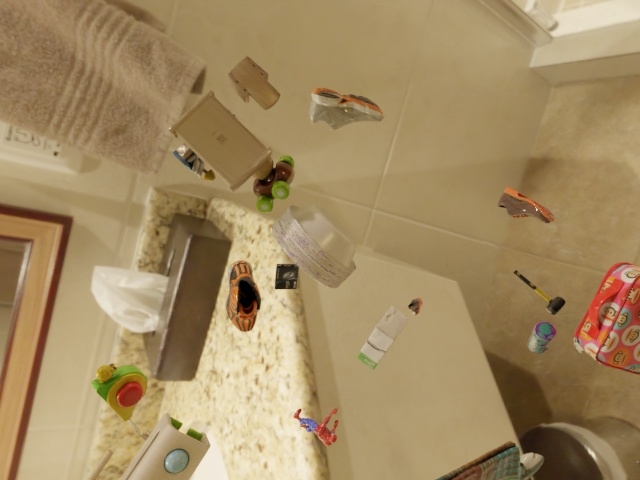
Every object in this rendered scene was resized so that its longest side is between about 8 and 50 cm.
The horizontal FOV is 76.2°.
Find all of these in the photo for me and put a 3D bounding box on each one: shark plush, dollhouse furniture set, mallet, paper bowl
[{"bbox_3d":[0.550,0.649,1.100,0.073,0.067,0.162,43,-120,-81],"label":"shark plush"},{"bbox_3d":[-0.219,-0.261,1.091,0.286,0.198,0.303,-47,5,-7],"label":"dollhouse furniture set"},{"bbox_3d":[0.742,0.178,1.408,0.189,0.039,0.062,38,72,20],"label":"mallet"},{"bbox_3d":[0.000,0.000,1.268,0.148,0.284,0.284,-46,40,10],"label":"paper bowl"}]

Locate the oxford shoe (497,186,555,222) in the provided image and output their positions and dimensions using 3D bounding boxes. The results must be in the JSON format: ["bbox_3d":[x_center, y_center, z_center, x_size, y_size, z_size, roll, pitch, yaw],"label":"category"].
[{"bbox_3d":[0.823,-0.120,1.642,0.099,0.096,0.271,-60,24,18],"label":"oxford shoe"}]

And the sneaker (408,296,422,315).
[{"bbox_3d":[0.474,0.334,2.081,0.158,0.064,0.061,88,175,-53],"label":"sneaker"}]

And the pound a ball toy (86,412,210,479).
[{"bbox_3d":[-0.439,0.578,0.959,0.319,0.208,0.135,-56,20,-15],"label":"pound a ball toy"}]

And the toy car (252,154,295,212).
[{"bbox_3d":[-0.183,-0.205,1.189,0.148,0.188,0.155,-35,34,33],"label":"toy car"}]

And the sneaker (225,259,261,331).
[{"bbox_3d":[-0.284,0.248,1.504,0.180,0.124,0.322,-123,26,-55],"label":"sneaker"}]

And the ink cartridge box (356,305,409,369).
[{"bbox_3d":[0.256,0.399,1.678,0.092,0.160,0.220,35,131,14],"label":"ink cartridge box"}]

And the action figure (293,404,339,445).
[{"bbox_3d":[0.009,0.717,1.624,0.139,0.092,0.280,-42,15,-22],"label":"action figure"}]

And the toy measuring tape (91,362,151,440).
[{"bbox_3d":[-0.535,0.460,1.185,0.121,0.121,0.331,48,160,52],"label":"toy measuring tape"}]

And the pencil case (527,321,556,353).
[{"bbox_3d":[0.759,0.336,1.402,0.070,0.152,0.065,5,59,19],"label":"pencil case"}]

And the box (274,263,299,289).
[{"bbox_3d":[-0.102,0.109,1.230,0.018,0.067,0.084,-108,24,-57],"label":"box"}]

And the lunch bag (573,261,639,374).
[{"bbox_3d":[0.855,0.215,1.135,0.120,0.257,0.294,-118,45,-71],"label":"lunch bag"}]

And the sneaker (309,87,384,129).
[{"bbox_3d":[0.083,-0.426,1.378,0.099,0.262,0.121,-100,24,-50],"label":"sneaker"}]

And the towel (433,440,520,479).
[{"bbox_3d":[0.278,0.589,0.770,0.040,0.271,0.371,21,121,63],"label":"towel"}]
